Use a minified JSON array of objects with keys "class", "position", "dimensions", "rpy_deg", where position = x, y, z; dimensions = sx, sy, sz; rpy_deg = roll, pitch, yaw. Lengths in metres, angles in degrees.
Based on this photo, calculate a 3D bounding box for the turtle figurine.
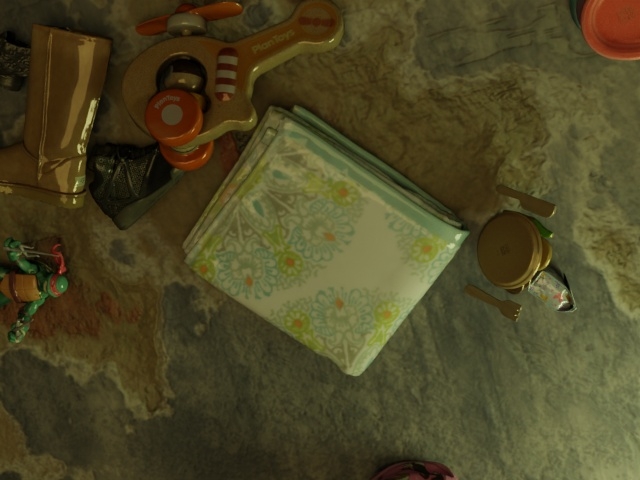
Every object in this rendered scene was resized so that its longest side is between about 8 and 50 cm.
[{"class":"turtle figurine","position":[-0.507,0.080,1.849],"dimensions":[0.234,0.118,0.175],"rpy_deg":[-3,94,24]}]

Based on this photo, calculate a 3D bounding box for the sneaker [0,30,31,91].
[{"class":"sneaker","position":[-0.512,-0.298,1.755],"dimensions":[0.170,0.051,0.089],"rpy_deg":[26,110,-8]}]

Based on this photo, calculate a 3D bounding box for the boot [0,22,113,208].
[{"class":"boot","position":[-0.448,-0.205,1.733],"dimensions":[0.236,0.089,0.270],"rpy_deg":[12,105,7]}]

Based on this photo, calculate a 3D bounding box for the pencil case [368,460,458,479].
[{"class":"pencil case","position":[0.174,0.581,1.924],"dimensions":[0.160,0.167,0.386],"rpy_deg":[-14,111,-26]}]

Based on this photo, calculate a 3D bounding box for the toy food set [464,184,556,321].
[{"class":"toy food set","position":[0.305,0.017,1.751],"dimensions":[0.132,0.038,0.192],"rpy_deg":[29,107,42]}]

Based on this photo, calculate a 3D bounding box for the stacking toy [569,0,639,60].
[{"class":"stacking toy","position":[0.461,-0.432,1.566],"dimensions":[0.279,0.130,0.309],"rpy_deg":[-18,117,12]}]

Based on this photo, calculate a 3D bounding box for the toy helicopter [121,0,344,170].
[{"class":"toy helicopter","position":[-0.135,-0.280,1.676],"dimensions":[0.355,0.140,0.235],"rpy_deg":[-26,75,-3]}]

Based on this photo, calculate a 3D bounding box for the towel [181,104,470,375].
[{"class":"towel","position":[0.000,0.000,1.781],"dimensions":[0.374,0.090,0.320],"rpy_deg":[34,112,-6]}]

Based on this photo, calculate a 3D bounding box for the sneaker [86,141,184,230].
[{"class":"sneaker","position":[-0.285,-0.129,1.766],"dimensions":[0.227,0.087,0.130],"rpy_deg":[-39,107,22]}]

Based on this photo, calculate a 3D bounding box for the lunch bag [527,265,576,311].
[{"class":"lunch bag","position":[0.370,0.075,1.769],"dimensions":[0.083,0.071,0.053],"rpy_deg":[38,105,-6]}]
